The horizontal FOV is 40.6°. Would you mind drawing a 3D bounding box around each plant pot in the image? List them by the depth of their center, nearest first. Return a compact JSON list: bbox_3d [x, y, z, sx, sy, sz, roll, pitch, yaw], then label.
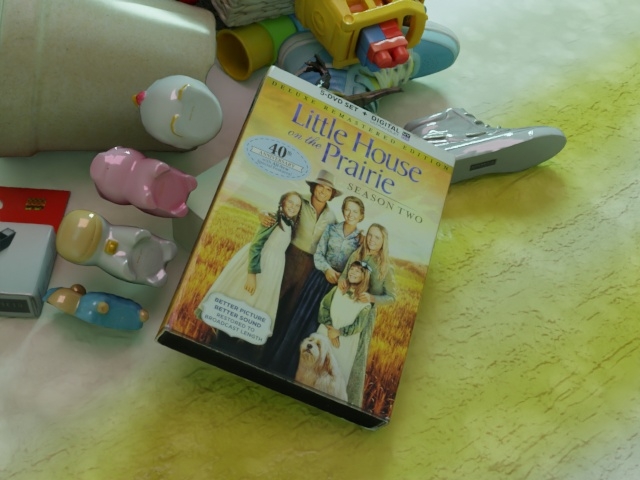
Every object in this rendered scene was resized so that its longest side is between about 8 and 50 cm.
[{"bbox_3d":[-0.326,-0.263,1.312,0.306,0.333,0.333,6,48,-17],"label":"plant pot"}]

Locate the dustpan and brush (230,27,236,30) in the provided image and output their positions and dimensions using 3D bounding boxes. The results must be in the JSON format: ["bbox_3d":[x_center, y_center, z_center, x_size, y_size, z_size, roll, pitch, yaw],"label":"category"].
[{"bbox_3d":[-0.104,-0.447,1.628,0.211,0.060,0.147,-31,29,-23],"label":"dustpan and brush"}]

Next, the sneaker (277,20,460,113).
[{"bbox_3d":[0.097,-0.262,1.463,0.319,0.127,0.208,-8,51,-5],"label":"sneaker"}]

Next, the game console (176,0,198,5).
[{"bbox_3d":[-0.323,-0.550,1.426,0.060,0.386,0.342,-33,13,-6],"label":"game console"}]

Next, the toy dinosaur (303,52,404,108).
[{"bbox_3d":[-0.009,-0.209,1.308,0.268,0.064,0.118,-32,75,-28],"label":"toy dinosaur"}]

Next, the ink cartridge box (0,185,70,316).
[{"bbox_3d":[-0.509,-0.009,1.214,0.275,0.060,0.238,3,50,-4],"label":"ink cartridge box"}]

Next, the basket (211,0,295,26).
[{"bbox_3d":[-0.059,-0.575,1.454,0.328,0.266,0.331,-19,70,-29],"label":"basket"}]

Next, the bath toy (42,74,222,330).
[{"bbox_3d":[-0.252,-0.061,1.154,0.129,0.151,0.348,13,79,48],"label":"bath toy"}]

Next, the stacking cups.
[{"bbox_3d":[-0.049,-0.397,1.582,0.096,0.096,0.316,36,53,23],"label":"stacking cups"}]

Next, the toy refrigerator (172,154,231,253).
[{"bbox_3d":[-0.095,-0.082,1.296,0.094,0.102,0.269,38,56,23],"label":"toy refrigerator"}]

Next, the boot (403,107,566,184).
[{"bbox_3d":[0.266,-0.174,1.419,0.258,0.095,0.123,-12,59,-15],"label":"boot"}]

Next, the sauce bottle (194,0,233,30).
[{"bbox_3d":[-0.199,-0.557,1.616,0.112,0.111,0.344,-3,64,-10],"label":"sauce bottle"}]

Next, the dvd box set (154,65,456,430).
[{"bbox_3d":[0.000,0.000,1.149,0.308,0.062,0.420,25,61,-11],"label":"dvd box set"}]

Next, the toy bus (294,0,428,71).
[{"bbox_3d":[0.098,-0.362,1.385,0.220,0.149,0.211,-21,65,-19],"label":"toy bus"}]
